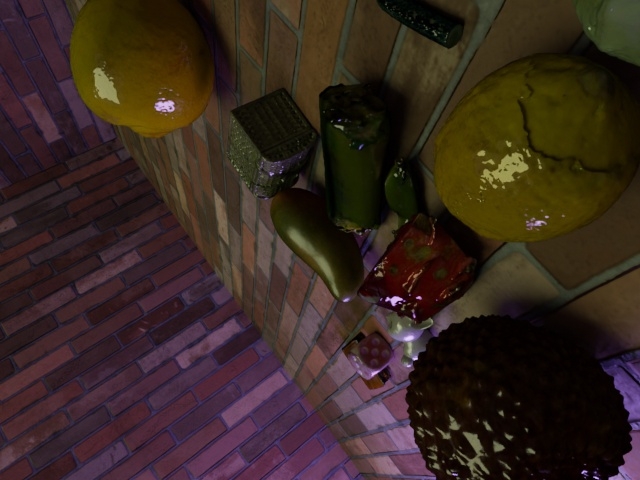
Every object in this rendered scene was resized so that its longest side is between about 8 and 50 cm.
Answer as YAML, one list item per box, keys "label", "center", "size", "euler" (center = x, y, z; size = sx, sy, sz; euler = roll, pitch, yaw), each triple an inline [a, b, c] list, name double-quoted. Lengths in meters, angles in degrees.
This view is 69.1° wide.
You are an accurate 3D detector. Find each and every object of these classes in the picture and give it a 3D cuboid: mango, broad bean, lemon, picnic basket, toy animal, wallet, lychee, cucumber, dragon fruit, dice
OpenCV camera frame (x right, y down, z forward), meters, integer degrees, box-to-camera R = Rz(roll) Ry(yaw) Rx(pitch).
- label: "mango"
  center: [0.001, -0.002, 1.032]
  size: [0.129, 0.146, 0.289]
  euler: [-42, 85, 27]
- label: "broad bean"
  center: [0.142, -0.061, 0.783]
  size: [0.070, 0.048, 0.213]
  euler: [40, 155, 35]
- label: "lemon"
  center: [-0.418, -0.421, 1.106]
  size: [0.348, 0.348, 0.348]
  euler: [45, 155, 28]
- label: "picnic basket"
  center: [-0.107, -0.195, 1.010]
  size: [0.154, 0.134, 0.196]
  euler: [58, 158, 8]
- label: "toy animal"
  center: [0.195, 0.161, 0.953]
  size: [0.127, 0.131, 0.181]
  euler: [0, 135, 27]
- label: "lemon"
  center: [0.202, -0.084, 0.456]
  size: [0.193, 0.180, 0.180]
  euler: [-34, 89, 39]
- label: "wallet"
  center: [0.136, 0.367, 1.392]
  size: [0.161, 0.042, 0.195]
  euler: [56, 161, 16]
- label: "lychee"
  center: [0.263, 0.239, 0.644]
  size: [0.304, 0.276, 0.275]
  euler: [-121, 14, -47]
- label: "cucumber"
  center: [0.114, -0.277, 0.571]
  size: [0.133, 0.032, 0.032]
  euler: [43, 154, 28]
- label: "dragon fruit"
  center: [0.162, 0.076, 0.770]
  size: [0.161, 0.126, 0.274]
  euler: [33, 160, 5]
- label: "dice"
  center: [0.133, 0.309, 1.240]
  size: [0.091, 0.094, 0.093]
  euler: [51, 156, 16]

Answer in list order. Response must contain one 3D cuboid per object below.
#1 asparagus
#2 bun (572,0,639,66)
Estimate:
- label: "asparagus"
  center: [0.062, -0.100, 0.819]
  size: [0.382, 0.108, 0.128]
  euler: [85, 161, -53]
- label: "bun"
  center: [0.239, -0.204, 0.301]
  size: [0.195, 0.118, 0.195]
  euler: [42, 155, 25]
